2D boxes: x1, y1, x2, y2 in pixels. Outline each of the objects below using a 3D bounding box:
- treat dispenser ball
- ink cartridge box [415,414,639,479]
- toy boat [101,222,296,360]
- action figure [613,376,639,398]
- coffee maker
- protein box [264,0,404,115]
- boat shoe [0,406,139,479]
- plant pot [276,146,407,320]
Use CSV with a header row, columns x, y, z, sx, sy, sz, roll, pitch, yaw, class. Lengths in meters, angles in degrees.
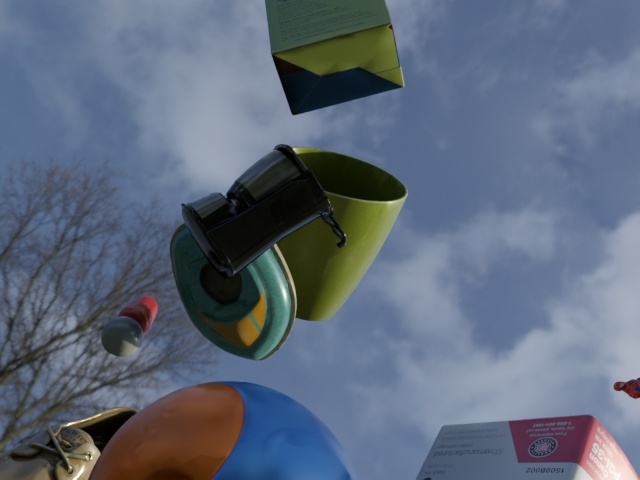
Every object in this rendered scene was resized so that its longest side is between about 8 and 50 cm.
x,y,z,sx,sy,sz,roll,pitch,yaw,class
-0.098,0.288,0.843,0.288,0.288,0.288,10,-61,18,treat dispenser ball
0.177,0.323,0.836,0.207,0.283,0.117,-17,-63,44,ink cartridge box
-0.199,0.104,1.347,0.318,0.148,0.267,-19,-73,16,toy boat
0.436,0.188,1.079,0.115,0.038,0.030,-3,-67,-8,action figure
-0.080,-0.024,1.173,0.171,0.178,0.120,48,-18,18,coffee maker
0.021,-0.348,1.416,0.200,0.201,0.136,-14,-42,5,protein box
-0.346,0.286,1.072,0.122,0.341,0.110,32,-80,12,boat shoe
0.000,0.000,1.644,0.275,0.275,0.293,20,-68,12,plant pot
